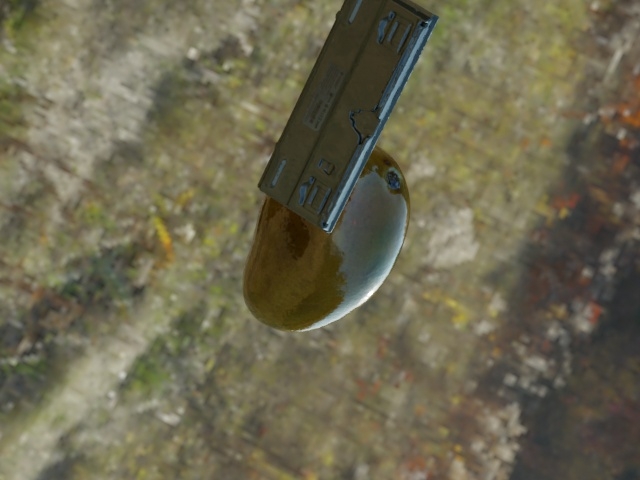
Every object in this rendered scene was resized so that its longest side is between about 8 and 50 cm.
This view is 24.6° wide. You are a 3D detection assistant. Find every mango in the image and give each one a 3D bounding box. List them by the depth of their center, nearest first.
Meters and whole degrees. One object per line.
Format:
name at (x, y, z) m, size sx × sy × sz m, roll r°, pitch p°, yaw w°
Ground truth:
mango at (0.005, 0.000, 1.074) m, size 0.089 × 0.111 × 0.163 m, roll -19°, pitch 131°, yaw -53°

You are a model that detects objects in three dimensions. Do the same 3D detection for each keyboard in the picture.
keyboard at (0.012, -0.070, 0.754) m, size 0.015 × 0.049 × 0.129 m, roll -20°, pitch 140°, yaw -61°
